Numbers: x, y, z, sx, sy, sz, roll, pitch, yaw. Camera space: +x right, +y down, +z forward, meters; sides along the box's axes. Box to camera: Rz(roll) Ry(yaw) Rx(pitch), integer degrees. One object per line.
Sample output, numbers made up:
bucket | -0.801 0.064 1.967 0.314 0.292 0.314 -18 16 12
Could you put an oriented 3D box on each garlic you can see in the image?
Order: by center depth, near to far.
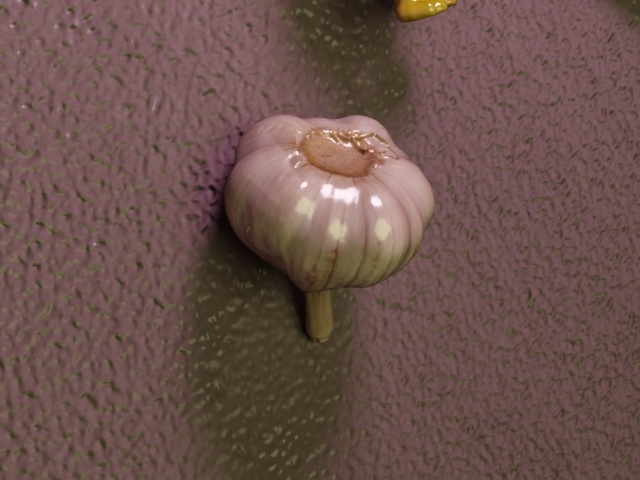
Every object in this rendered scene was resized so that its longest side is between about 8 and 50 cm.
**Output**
garlic | 0.000 0.000 1.582 0.199 0.199 0.226 -22 139 -34

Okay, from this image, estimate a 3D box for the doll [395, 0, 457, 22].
doll | 0.048 -0.387 1.597 0.199 0.145 0.363 -45 119 -73
